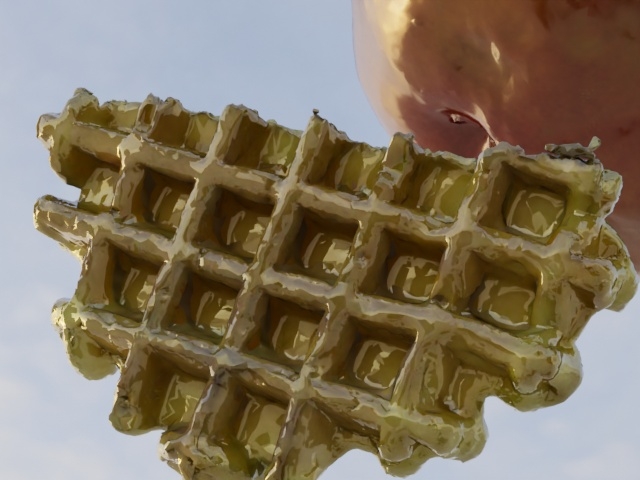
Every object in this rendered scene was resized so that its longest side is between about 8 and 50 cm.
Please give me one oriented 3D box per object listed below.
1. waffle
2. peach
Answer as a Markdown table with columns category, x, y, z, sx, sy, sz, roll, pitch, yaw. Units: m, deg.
| category | x | y | z | sx | sy | sz | roll | pitch | yaw |
| --- | --- | --- | --- | --- | --- | --- | --- | --- | --- |
| waffle | 0.000 | 0.000 | 0.562 | 0.192 | 0.161 | 0.046 | -22 | -25 | 15 |
| peach | 0.173 | -0.134 | 0.993 | 0.342 | 0.302 | 0.343 | 27 | -37 | 23 |
